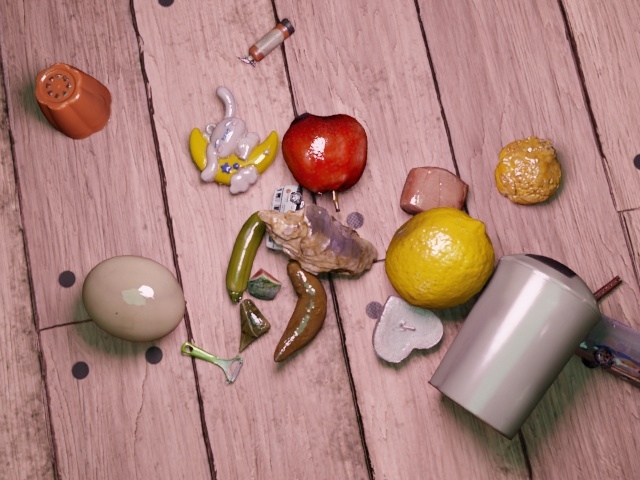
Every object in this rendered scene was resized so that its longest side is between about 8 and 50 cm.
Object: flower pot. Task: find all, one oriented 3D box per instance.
[{"bbox_3d":[-0.684,-0.388,1.999,0.191,0.173,0.190,-1,82,3],"label":"flower pot"}]

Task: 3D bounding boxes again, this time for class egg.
[{"bbox_3d":[-0.476,0.147,1.882,0.269,0.219,0.219,24,82,1],"label":"egg"}]

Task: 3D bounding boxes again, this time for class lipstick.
[{"bbox_3d":[0.725,0.153,1.943,0.177,0.027,0.027,-36,81,-6],"label":"lipstick"}]

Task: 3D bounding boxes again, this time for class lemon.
[{"bbox_3d":[0.291,0.050,1.848,0.310,0.253,0.253,-38,79,33],"label":"lemon"}]

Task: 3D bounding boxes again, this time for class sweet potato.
[{"bbox_3d":[-0.042,0.173,1.924,0.124,0.098,0.309,11,78,-10],"label":"sweet potato"}]

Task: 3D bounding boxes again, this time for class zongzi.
[{"bbox_3d":[-0.203,0.222,1.949,0.113,0.052,0.104,-41,74,8],"label":"zongzi"}]

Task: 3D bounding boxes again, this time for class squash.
[{"bbox_3d":[-0.204,0.037,1.967,0.069,0.069,0.258,17,81,4],"label":"squash"}]

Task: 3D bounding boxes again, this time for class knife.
[{"bbox_3d":[-0.290,0.314,1.944,0.166,0.022,0.078,22,75,4],"label":"knife"}]

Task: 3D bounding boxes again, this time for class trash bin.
[{"bbox_3d":[0.483,0.241,1.812,0.280,0.280,0.432,34,86,7],"label":"trash bin"}]

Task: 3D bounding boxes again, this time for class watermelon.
[{"bbox_3d":[-0.148,0.121,1.963,0.084,0.072,0.092,45,123,-3],"label":"watermelon"}]

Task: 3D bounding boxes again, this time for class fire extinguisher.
[{"bbox_3d":[-0.154,-0.555,2.072,0.177,0.050,0.062,-41,101,-6],"label":"fire extinguisher"}]

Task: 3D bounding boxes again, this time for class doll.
[{"bbox_3d":[-0.242,-0.259,1.995,0.237,0.111,0.252,33,92,8],"label":"doll"}]

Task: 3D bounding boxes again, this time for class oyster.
[{"bbox_3d":[0.003,-0.003,1.889,0.341,0.110,0.166,37,63,-18],"label":"oyster"}]

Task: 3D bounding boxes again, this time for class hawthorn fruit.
[{"bbox_3d":[0.019,-0.207,1.923,0.230,0.210,0.265,-3,75,-34],"label":"hawthorn fruit"}]

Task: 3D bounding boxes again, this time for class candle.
[{"bbox_3d":[0.214,0.222,1.923,0.192,0.068,0.168,-21,84,-4],"label":"candle"}]

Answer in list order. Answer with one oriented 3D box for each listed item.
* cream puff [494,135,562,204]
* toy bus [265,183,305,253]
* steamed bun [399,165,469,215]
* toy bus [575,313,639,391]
[{"bbox_3d":[0.558,-0.189,1.953,0.189,0.129,0.188,0,84,0],"label":"cream puff"},{"bbox_3d":[-0.095,-0.058,1.971,0.089,0.087,0.193,7,80,7],"label":"toy bus"},{"bbox_3d":[0.302,-0.121,1.964,0.175,0.106,0.144,18,76,-9],"label":"steamed bun"},{"bbox_3d":[0.796,0.297,1.877,0.317,0.112,0.137,28,78,5],"label":"toy bus"}]
